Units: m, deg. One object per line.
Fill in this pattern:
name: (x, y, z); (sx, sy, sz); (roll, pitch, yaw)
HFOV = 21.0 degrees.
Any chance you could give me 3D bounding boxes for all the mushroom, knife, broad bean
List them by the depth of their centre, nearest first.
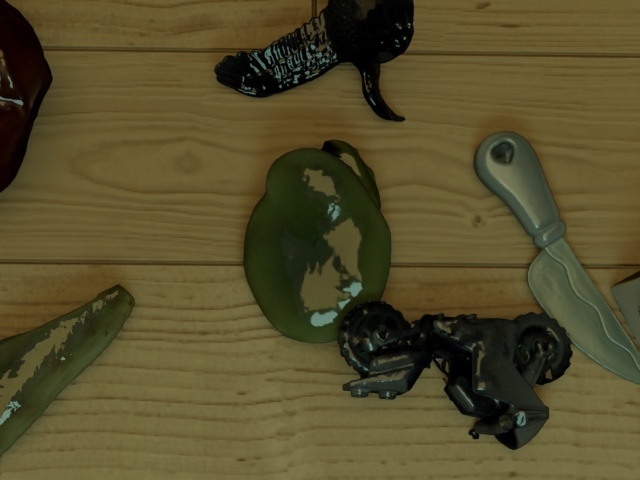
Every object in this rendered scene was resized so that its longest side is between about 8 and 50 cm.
mushroom: (-0.345, 0.161, 1.901); (0.107, 0.087, 0.333); (41, 78, 1)
broad bean: (0.000, 0.000, 1.935); (0.169, 0.100, 0.228); (16, 92, 8)
knife: (0.267, 0.028, 1.965); (0.080, 0.044, 0.331); (-27, 86, -10)

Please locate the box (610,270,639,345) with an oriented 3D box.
box: (0.468, 0.028, 1.883); (0.260, 0.194, 0.111); (-30, 87, -9)

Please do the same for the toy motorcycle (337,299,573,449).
toy motorcycle: (0.150, 0.149, 1.899); (0.270, 0.106, 0.159); (3, 76, -15)

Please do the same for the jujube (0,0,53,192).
jujube: (-0.489, -0.183, 1.873); (0.377, 0.276, 0.276); (19, 81, -11)

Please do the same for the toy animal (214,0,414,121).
toy animal: (0.052, -0.227, 1.958); (0.197, 0.272, 0.160); (37, 59, -32)
